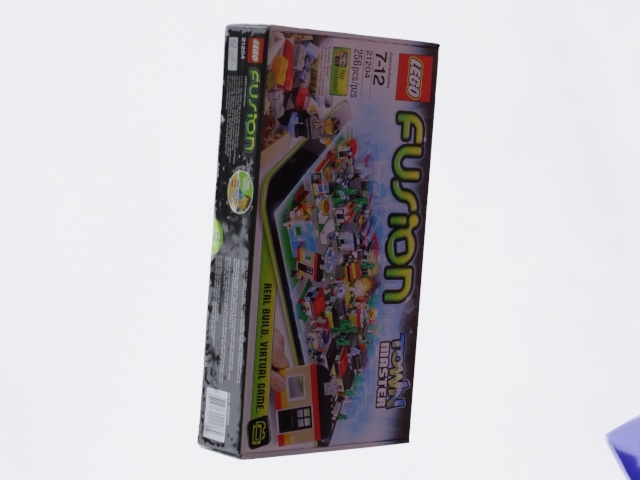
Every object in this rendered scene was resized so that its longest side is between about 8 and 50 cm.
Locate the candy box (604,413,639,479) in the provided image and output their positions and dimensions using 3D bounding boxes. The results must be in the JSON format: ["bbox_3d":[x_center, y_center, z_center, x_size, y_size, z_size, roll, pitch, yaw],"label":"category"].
[{"bbox_3d":[0.286,0.113,0.694,0.268,0.317,0.122,-30,-71,4],"label":"candy box"}]

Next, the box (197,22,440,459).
[{"bbox_3d":[0.000,0.000,0.894,0.114,0.036,0.207,0,-84,-41],"label":"box"}]
